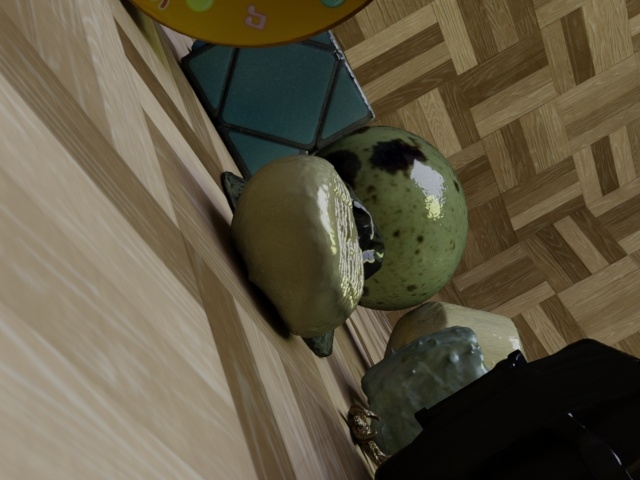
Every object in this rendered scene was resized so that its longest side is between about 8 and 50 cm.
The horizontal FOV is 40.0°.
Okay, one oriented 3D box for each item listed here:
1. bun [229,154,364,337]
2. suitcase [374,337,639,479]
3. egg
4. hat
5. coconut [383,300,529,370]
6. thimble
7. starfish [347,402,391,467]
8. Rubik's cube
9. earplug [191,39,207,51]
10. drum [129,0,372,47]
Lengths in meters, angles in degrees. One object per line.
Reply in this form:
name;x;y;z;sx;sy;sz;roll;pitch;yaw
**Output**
bun;-0.022;0.008;0.821;0.188;0.111;0.164;53;28;-68
suitcase;0.185;0.213;0.677;0.194;0.283;0.434;58;2;0
egg;0.106;-0.031;1.478;0.288;0.287;0.379;62;6;25
hat;0.000;0.000;1.017;0.265;0.128;0.265;62;0;-1
coconut;0.244;0.231;1.487;0.266;0.237;0.237;14;19;-15
thimble;0.151;0.225;1.087;0.205;0.172;0.250;58;-3;48
starfish;0.050;0.200;0.911;0.078;0.028;0.091;-106;170;-52
Rubik's cube;-0.058;-0.219;1.287;0.205;0.205;0.207;61;2;-6
earplug;-0.102;-0.232;1.497;0.132;0.132;0.273;-63;127;-86
drum;-0.086;-0.446;0.985;0.431;0.431;0.214;58;5;-40
